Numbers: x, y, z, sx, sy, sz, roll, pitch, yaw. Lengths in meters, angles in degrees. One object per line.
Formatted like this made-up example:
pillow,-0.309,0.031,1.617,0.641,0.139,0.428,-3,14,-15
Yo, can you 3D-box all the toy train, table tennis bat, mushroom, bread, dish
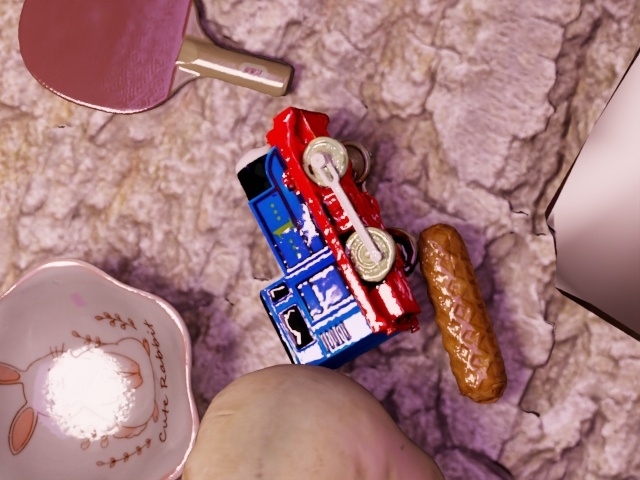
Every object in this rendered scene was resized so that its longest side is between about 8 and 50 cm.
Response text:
toy train,0.000,0.000,1.588,0.131,0.083,0.204,-31,77,20
table tennis bat,-0.143,-0.169,1.655,0.246,0.022,0.138,17,89,8
mushroom,-0.026,0.232,1.527,0.234,0.254,0.260,-17,82,42
bread,0.118,0.061,1.597,0.044,0.052,0.157,-18,85,6
dish,-0.199,0.130,1.612,0.229,0.081,0.229,0,88,9

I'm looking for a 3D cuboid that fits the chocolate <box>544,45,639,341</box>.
chocolate,0.387,-0.052,1.471,0.314,0.297,0.326,31,107,13
